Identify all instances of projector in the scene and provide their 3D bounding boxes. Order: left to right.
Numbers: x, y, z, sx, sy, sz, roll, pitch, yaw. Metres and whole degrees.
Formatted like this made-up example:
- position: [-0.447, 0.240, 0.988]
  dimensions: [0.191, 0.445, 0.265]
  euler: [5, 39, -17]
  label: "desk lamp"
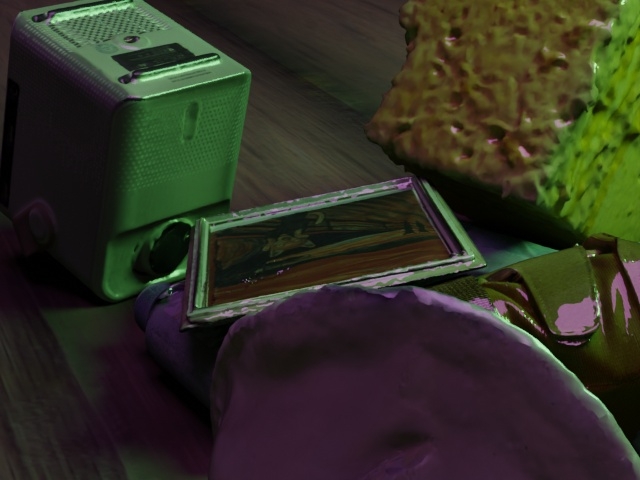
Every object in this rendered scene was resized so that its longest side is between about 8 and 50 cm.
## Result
- position: [-0.177, -0.075, 1.189]
  dimensions: [0.163, 0.242, 0.177]
  euler: [-18, 44, -41]
  label: "projector"

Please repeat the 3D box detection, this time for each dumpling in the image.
- position: [0.054, 0.126, 0.653]
  dimensions: [0.243, 0.226, 0.175]
  euler: [9, 24, 3]
  label: "dumpling"

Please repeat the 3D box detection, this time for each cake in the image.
- position: [0.215, -0.114, 1.230]
  dimensions: [0.227, 0.222, 0.286]
  euler: [23, -3, 40]
  label: "cake"

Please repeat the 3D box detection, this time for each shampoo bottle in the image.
- position: [-0.076, 0.083, 0.980]
  dimensions: [0.072, 0.072, 0.214]
  euler: [-12, 23, -28]
  label: "shampoo bottle"

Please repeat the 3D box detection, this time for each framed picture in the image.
- position: [0.000, 0.000, 1.029]
  dimensions: [0.217, 0.016, 0.273]
  euler: [-11, 15, -2]
  label: "framed picture"

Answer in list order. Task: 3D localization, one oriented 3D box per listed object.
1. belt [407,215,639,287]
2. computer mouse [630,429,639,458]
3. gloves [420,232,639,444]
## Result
- position: [0.147, 0.026, 1.098]
  dimensions: [0.302, 0.087, 0.072]
  euler: [15, 22, 35]
  label: "belt"
- position: [0.298, 0.155, 0.731]
  dimensions: [0.269, 0.100, 0.170]
  euler: [2, 10, -24]
  label: "computer mouse"
- position: [0.219, 0.071, 0.906]
  dimensions: [0.331, 0.141, 0.154]
  euler: [-3, 20, -6]
  label: "gloves"
